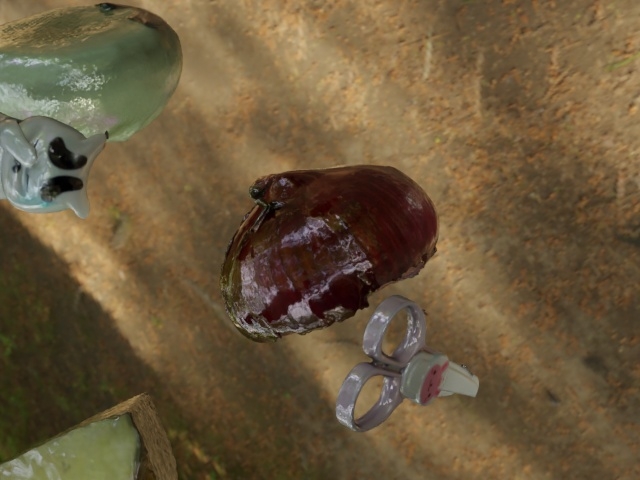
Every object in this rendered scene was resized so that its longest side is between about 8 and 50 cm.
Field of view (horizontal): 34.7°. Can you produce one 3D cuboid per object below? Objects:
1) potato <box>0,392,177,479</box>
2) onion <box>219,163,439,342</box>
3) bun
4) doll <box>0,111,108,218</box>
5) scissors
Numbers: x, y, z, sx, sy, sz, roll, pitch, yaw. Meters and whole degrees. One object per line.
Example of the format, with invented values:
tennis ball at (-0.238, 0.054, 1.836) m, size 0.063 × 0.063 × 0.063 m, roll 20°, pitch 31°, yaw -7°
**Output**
potato at (-0.188, 0.201, 0.839) m, size 0.270 × 0.255 × 0.112 m, roll -23°, pitch 88°, yaw 19°
onion at (0.008, 0.008, 1.013) m, size 0.248 × 0.248 × 0.161 m, roll -8°, pitch 91°, yaw 50°
bun at (-0.311, -0.195, 1.324) m, size 0.283 × 0.283 × 0.179 m, roll 20°, pitch 128°, yaw 41°
doll at (-0.331, -0.088, 1.085) m, size 0.181 × 0.107 × 0.110 m, roll 13°, pitch 97°, yaw 2°
scissors at (0.090, 0.122, 0.922) m, size 0.031 × 0.242 × 0.118 m, roll 23°, pitch 88°, yaw 31°
